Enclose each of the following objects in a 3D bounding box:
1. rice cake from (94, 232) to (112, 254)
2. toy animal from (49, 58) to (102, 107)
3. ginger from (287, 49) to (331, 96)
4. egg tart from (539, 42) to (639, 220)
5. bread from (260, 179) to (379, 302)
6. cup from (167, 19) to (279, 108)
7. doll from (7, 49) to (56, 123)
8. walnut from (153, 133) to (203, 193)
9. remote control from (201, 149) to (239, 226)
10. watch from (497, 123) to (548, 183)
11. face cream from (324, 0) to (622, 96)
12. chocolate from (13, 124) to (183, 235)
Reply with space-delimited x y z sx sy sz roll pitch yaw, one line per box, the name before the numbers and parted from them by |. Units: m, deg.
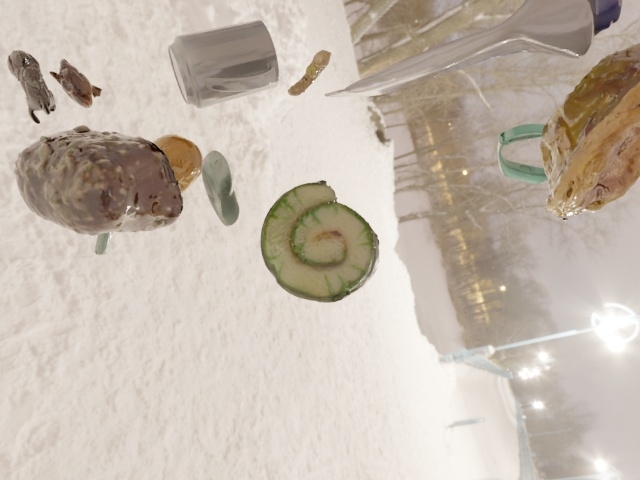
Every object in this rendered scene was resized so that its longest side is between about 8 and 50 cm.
rice cake | -0.576 -0.044 1.191 0.033 0.028 0.171 5 97 -77
toy animal | -0.771 -0.493 1.361 0.188 0.089 0.179 56 1 -2
ginger | -0.030 -0.506 1.345 0.051 0.173 0.069 39 16 -2
egg tart | 0.468 -0.187 0.702 0.150 0.352 0.352 48 5 29
bread | 0.000 0.000 1.379 0.129 0.365 0.383 11 79 -75
cup | -0.317 -0.582 1.503 0.323 0.326 0.237 53 -24 41
doll | -0.566 -0.310 0.867 0.057 0.165 0.139 -24 98 -28
walnut | -0.492 -0.240 1.445 0.193 0.226 0.193 41 16 -15
remote control | -0.244 -0.125 1.116 0.256 0.045 0.098 84 25 -59
watch | 0.662 -0.270 1.373 0.195 0.236 0.068 98 9 -50
face cream | 0.230 -0.305 0.698 0.235 0.419 0.137 -44 119 -60
chocolate | -0.489 -0.122 0.930 0.210 0.339 0.226 -23 128 -68
